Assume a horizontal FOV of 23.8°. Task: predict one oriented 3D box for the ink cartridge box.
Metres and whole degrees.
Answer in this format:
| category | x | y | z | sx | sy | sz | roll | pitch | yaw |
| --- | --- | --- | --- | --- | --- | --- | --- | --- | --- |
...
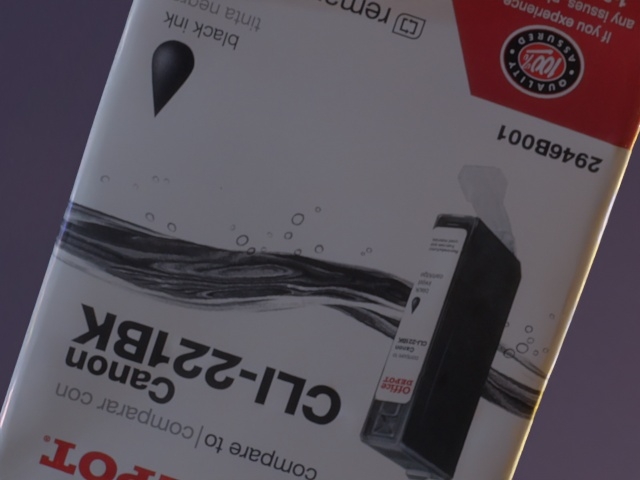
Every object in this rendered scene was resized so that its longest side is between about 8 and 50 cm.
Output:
| category | x | y | z | sx | sy | sz | roll | pitch | yaw |
| --- | --- | --- | --- | --- | --- | --- | --- | --- | --- |
| ink cartridge box | 0.000 | 0.000 | 0.616 | 0.197 | 0.114 | 0.273 | 19 | -84 | -3 |
